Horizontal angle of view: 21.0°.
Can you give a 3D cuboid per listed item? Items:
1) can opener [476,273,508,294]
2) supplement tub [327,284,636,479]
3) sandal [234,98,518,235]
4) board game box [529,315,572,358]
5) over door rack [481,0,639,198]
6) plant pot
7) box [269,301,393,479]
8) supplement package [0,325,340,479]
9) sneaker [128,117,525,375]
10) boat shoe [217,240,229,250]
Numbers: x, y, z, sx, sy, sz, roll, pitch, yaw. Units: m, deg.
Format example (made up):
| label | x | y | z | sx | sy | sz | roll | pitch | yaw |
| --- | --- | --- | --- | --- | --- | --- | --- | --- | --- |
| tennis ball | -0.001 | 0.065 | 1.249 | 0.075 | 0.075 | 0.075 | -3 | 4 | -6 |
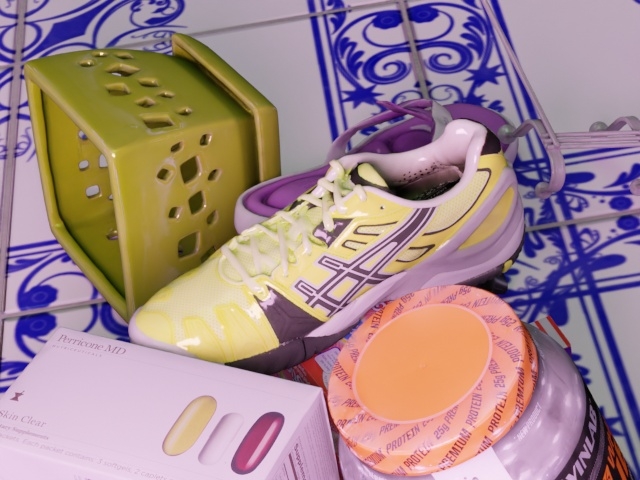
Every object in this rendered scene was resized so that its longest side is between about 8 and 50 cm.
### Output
| label | x | y | z | sx | sy | sz | roll | pitch | yaw |
| --- | --- | --- | --- | --- | --- | --- | --- | --- | --- |
| can opener | 0.116 | 0.012 | 1.783 | 0.059 | 0.073 | 0.186 | -56 | 42 | 6 |
| supplement tub | 0.136 | 0.190 | 1.315 | 0.193 | 0.316 | 0.193 | -18 | 43 | 17 |
| sandal | 0.078 | -0.091 | 1.803 | 0.169 | 0.102 | 0.416 | 18 | 31 | 32 |
| board game box | 0.143 | 0.169 | 1.461 | 0.146 | 0.193 | 0.045 | -19 | 40 | -11 |
| over door rack | 0.303 | -0.180 | 1.865 | 0.239 | 0.108 | 0.324 | -3 | 56 | -17 |
| plant pot | -0.165 | -0.077 | 1.816 | 0.207 | 0.228 | 0.227 | -20 | 39 | -24 |
| box | 0.039 | 0.126 | 1.593 | 0.128 | 0.123 | 0.257 | -23 | 40 | -17 |
| supplement package | -0.128 | 0.214 | 1.455 | 0.262 | 0.204 | 0.145 | 11 | 43 | 24 |
| sneaker | 0.000 | 0.000 | 1.540 | 0.384 | 0.147 | 0.145 | -25 | 42 | -16 |
| boat shoe | -0.023 | 0.034 | 1.747 | 0.178 | 0.064 | 0.060 | 7 | 25 | 6 |
